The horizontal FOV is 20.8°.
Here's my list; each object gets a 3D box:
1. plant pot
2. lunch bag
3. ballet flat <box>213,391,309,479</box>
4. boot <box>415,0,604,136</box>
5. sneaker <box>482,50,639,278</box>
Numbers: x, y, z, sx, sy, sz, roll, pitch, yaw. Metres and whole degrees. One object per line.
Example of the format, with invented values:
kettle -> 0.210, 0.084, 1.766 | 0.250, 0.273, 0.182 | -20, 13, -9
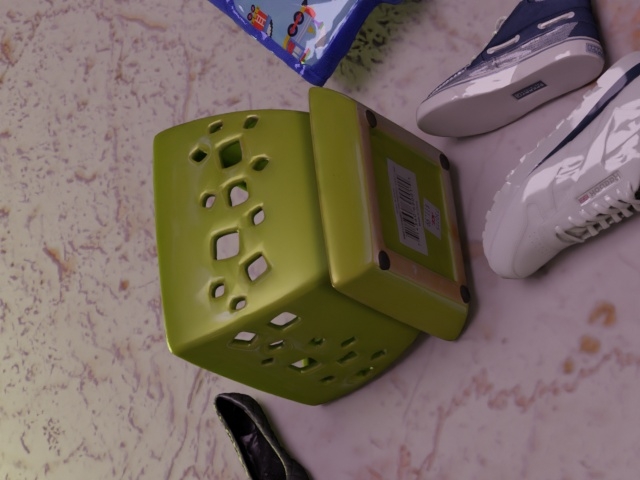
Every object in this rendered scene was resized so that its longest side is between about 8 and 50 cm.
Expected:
plant pot -> 0.000, 0.000, 1.578 | 0.207, 0.227, 0.228 | -21, 62, 30
lunch bag -> -0.009, -0.302, 1.748 | 0.293, 0.138, 0.221 | 44, 107, 40
ballet flat -> -0.057, 0.215, 1.669 | 0.057, 0.049, 0.173 | -51, 48, 18
boot -> 0.170, -0.163, 1.589 | 0.190, 0.069, 0.086 | -20, 55, 27
sneaker -> 0.232, -0.048, 1.477 | 0.235, 0.090, 0.095 | -52, 57, 18
